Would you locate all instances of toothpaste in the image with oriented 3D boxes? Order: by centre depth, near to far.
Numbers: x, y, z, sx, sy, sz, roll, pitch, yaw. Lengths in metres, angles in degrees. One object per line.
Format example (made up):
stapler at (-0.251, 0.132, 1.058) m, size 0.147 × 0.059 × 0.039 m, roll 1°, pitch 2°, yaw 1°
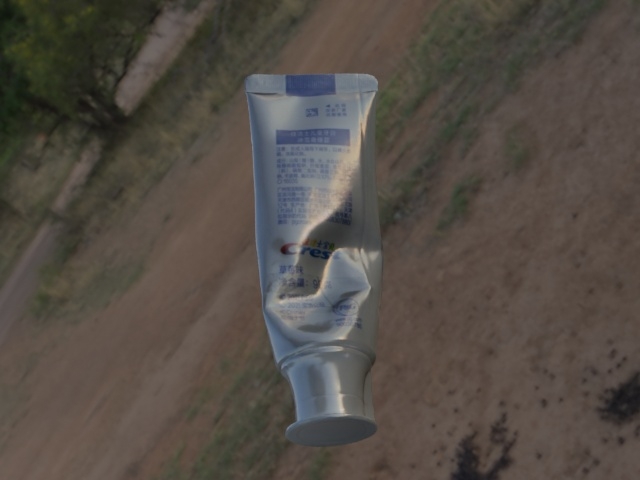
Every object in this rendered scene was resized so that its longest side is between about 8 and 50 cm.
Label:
toothpaste at (0.000, 0.000, 0.665) m, size 0.061 × 0.096 × 0.266 m, roll 99°, pitch 169°, yaw -63°
